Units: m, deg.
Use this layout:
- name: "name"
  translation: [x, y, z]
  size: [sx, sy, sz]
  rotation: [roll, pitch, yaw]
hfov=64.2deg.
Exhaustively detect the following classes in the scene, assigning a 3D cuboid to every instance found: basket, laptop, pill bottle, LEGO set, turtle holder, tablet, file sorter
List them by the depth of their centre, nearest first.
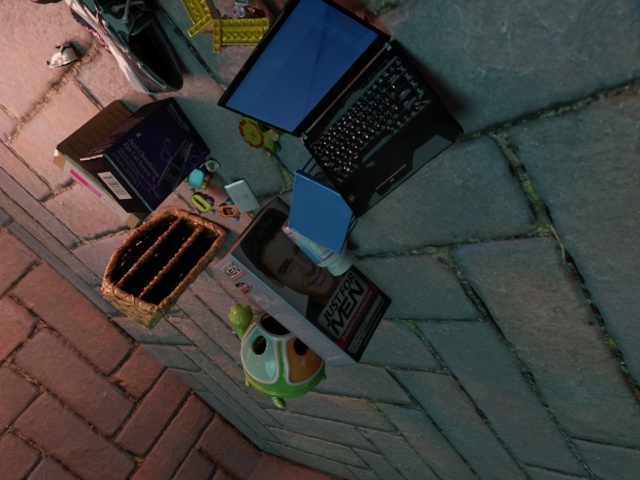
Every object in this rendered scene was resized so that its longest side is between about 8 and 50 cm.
- name: "laptop"
  translation: [0.022, -0.179, 0.745]
  size: [0.234, 0.137, 0.264]
  rotation: [-39, 84, 41]
- name: "LEGO set"
  translation: [-0.130, -0.355, 0.780]
  size: [0.287, 0.107, 0.132]
  rotation: [31, 113, 14]
- name: "file sorter"
  translation: [0.020, -0.080, 0.965]
  size: [0.118, 0.104, 0.170]
  rotation: [27, 148, 10]
- name: "pill bottle"
  translation: [0.000, 0.000, 1.103]
  size: [0.160, 0.087, 0.087]
  rotation: [47, 146, -19]
- name: "tablet"
  translation: [-0.181, -0.101, 1.184]
  size: [0.054, 0.006, 0.083]
  rotation: [-17, 127, 15]
- name: "basket"
  translation: [-0.427, 0.051, 1.356]
  size: [0.213, 0.299, 0.223]
  rotation: [40, 150, -6]
- name: "turtle holder"
  translation: [-0.123, 0.302, 1.518]
  size: [0.320, 0.244, 0.227]
  rotation: [-123, 24, -52]

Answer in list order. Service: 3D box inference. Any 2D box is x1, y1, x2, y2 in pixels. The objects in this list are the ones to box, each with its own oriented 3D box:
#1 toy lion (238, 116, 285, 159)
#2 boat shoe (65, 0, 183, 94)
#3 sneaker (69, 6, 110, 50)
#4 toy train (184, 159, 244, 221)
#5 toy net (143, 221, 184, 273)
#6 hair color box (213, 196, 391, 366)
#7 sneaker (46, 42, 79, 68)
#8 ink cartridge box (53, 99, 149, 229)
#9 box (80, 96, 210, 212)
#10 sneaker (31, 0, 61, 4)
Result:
- name: "toy lion"
  translation: [-0.118, -0.211, 0.990]
  size: [0.096, 0.034, 0.100]
  rotation: [41, 148, 4]
- name: "boat shoe"
  translation: [-0.340, -0.385, 0.887]
  size: [0.102, 0.108, 0.301]
  rotation: [11, 144, 32]
- name: "sneaker"
  translation: [-0.423, -0.422, 0.981]
  size: [0.119, 0.047, 0.057]
  rotation: [39, 125, -9]
- name: "toy train"
  translation: [-0.254, -0.120, 1.219]
  size: [0.125, 0.046, 0.166]
  rotation: [-11, 121, 15]
- name: "toy net"
  translation: [-0.466, 0.021, 1.591]
  size: [0.122, 0.045, 0.232]
  rotation: [-4, 130, 47]
- name: "hair color box"
  translation: [-0.034, 0.101, 1.174]
  size: [0.374, 0.185, 0.114]
  rotation: [42, 147, -12]
- name: "sneaker"
  translation: [-0.577, -0.411, 1.135]
  size: [0.109, 0.040, 0.043]
  rotation: [0, 118, 37]
- name: "ink cartridge box"
  translation: [-0.453, -0.174, 1.181]
  size: [0.235, 0.193, 0.088]
  rotation: [44, 146, -14]
- name: "box"
  translation: [-0.364, -0.180, 1.081]
  size: [0.108, 0.207, 0.153]
  rotation: [1, 136, 41]
- name: "sneaker"
  translation: [-0.517, -0.493, 0.742]
  size: [0.185, 0.202, 0.483]
  rotation: [36, 172, -3]
